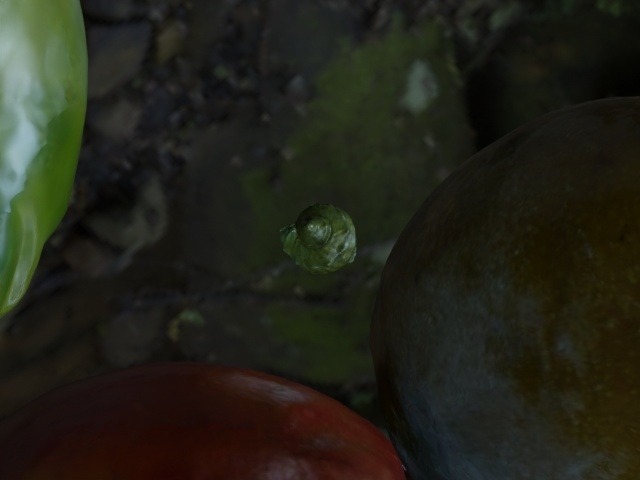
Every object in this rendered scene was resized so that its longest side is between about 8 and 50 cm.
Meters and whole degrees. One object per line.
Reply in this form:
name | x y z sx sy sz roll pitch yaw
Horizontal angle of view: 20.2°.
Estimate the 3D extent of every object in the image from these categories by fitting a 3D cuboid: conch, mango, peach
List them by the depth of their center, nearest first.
mango | 0.123 0.041 0.689 0.146 0.193 0.316 -37 -177 -24
peach | -0.069 0.188 0.949 0.281 0.281 0.238 -50 -162 20
conch | 0.000 0.000 2.004 0.121 0.089 0.074 41 57 -65

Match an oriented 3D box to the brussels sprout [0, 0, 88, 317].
brussels sprout | -0.166 -0.045 0.572 0.223 0.223 0.161 -46 155 10
